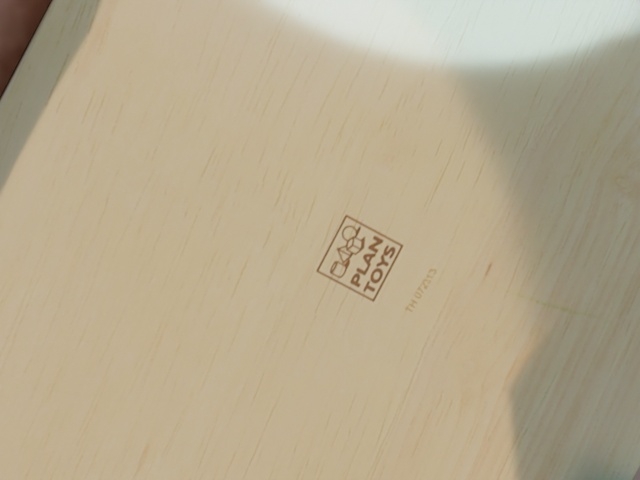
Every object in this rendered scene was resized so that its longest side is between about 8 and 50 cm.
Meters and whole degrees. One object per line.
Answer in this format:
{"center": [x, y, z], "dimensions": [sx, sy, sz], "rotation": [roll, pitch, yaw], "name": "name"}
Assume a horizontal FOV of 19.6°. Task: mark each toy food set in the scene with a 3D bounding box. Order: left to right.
{"center": [0.000, 0.000, 0.571], "dimensions": [0.219, 0.092, 0.306], "rotation": [28, 88, -14], "name": "toy food set"}
